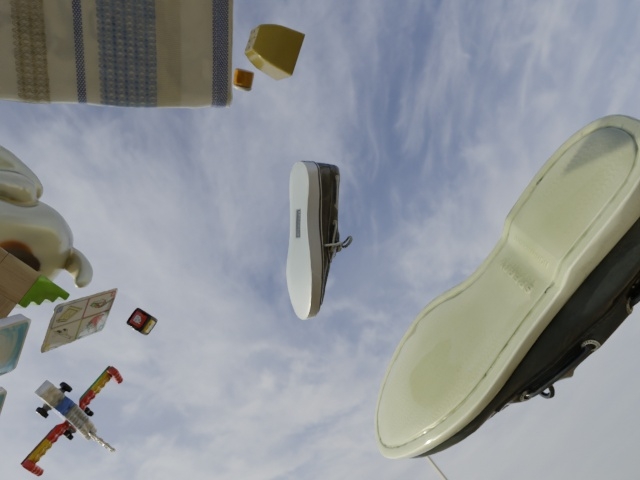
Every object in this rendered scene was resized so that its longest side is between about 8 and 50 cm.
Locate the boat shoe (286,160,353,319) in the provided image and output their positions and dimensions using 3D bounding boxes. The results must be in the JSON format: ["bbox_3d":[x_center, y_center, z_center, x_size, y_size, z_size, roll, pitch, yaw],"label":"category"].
[{"bbox_3d":[-0.002,0.000,0.996,0.105,0.113,0.306,1,-95,-29],"label":"boat shoe"}]

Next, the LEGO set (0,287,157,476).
[{"bbox_3d":[-0.230,0.139,0.442,0.182,0.060,0.244,-65,-13,13],"label":"LEGO set"}]

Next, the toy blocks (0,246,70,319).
[{"bbox_3d":[-0.531,0.061,0.559,0.381,0.191,0.260,48,-127,-35],"label":"toy blocks"}]

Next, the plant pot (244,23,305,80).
[{"bbox_3d":[-0.091,-0.354,0.937,0.083,0.081,0.081,17,-88,-29],"label":"plant pot"}]

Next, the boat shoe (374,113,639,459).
[{"bbox_3d":[0.168,0.071,0.416,0.113,0.127,0.340,22,-68,-18],"label":"boat shoe"}]

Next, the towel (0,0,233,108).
[{"bbox_3d":[-0.218,-0.231,0.467,0.285,0.034,0.209,-4,-74,-21],"label":"towel"}]

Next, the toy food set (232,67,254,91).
[{"bbox_3d":[-0.258,-0.317,1.028,0.111,0.232,0.104,-58,-16,-69],"label":"toy food set"}]

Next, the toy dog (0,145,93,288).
[{"bbox_3d":[-0.648,0.025,0.872,0.284,0.395,0.408,-51,3,8],"label":"toy dog"}]
